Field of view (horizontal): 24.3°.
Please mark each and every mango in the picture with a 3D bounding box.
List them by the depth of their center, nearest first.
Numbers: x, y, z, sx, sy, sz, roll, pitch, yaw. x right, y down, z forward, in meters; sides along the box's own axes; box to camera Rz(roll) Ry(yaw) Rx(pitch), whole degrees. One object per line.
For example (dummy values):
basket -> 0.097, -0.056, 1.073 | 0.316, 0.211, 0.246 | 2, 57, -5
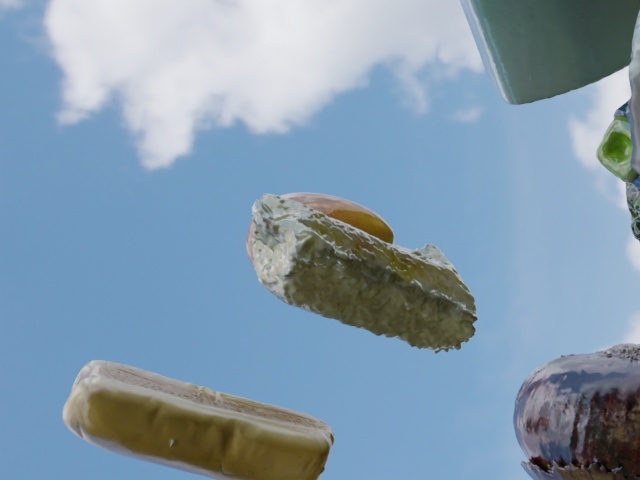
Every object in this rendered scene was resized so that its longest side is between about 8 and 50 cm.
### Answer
mango -> -0.003, 0.003, 1.940 | 0.102, 0.217, 0.141 | -49, -51, -51

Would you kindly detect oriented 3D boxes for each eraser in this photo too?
eraser -> 0.192, -0.259, 1.216 | 0.189, 0.104, 0.290 | -28, -43, 0

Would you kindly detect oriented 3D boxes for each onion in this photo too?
onion -> 0.328, 0.205, 1.595 | 0.246, 0.246, 0.190 | 9, -101, -52

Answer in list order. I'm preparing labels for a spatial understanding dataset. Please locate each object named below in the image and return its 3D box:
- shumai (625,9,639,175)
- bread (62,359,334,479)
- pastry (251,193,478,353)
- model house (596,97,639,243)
shumai -> 0.376, -0.035, 0.854 | 0.395, 0.395, 0.348 | -67, -28, -10
bread -> -0.136, 0.215, 1.666 | 0.142, 0.305, 0.091 | -101, 28, -75
pastry -> 0.037, 0.033, 1.364 | 0.258, 0.121, 0.089 | 16, -75, -39
model house -> 0.314, -0.036, 1.204 | 0.189, 0.214, 0.195 | 1, -49, -53
